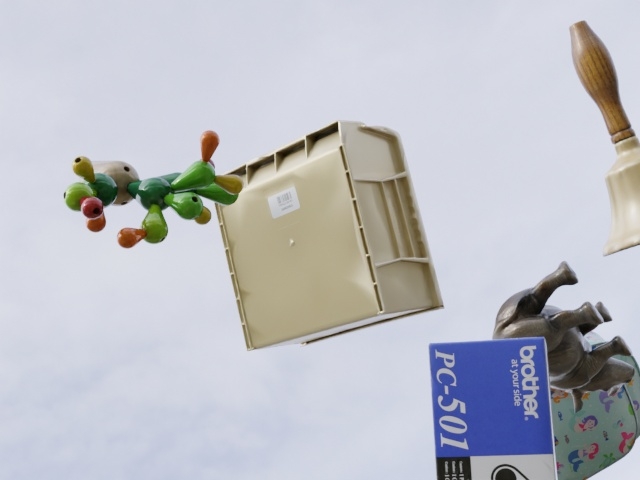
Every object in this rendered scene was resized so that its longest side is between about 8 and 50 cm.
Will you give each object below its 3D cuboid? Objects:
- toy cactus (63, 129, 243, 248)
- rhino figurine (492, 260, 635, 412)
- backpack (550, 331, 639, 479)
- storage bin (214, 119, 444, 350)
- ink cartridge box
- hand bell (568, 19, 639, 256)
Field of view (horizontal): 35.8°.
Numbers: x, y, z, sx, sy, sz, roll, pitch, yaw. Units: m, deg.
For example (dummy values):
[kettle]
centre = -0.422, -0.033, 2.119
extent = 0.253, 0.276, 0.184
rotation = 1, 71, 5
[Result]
[toy cactus]
centre = -0.193, -0.061, 1.042
extent = 0.219, 0.180, 0.112
rotation = -20, -63, -44
[rhino figurine]
centre = 0.260, 0.114, 1.029
extent = 0.106, 0.073, 0.243
rotation = -32, -42, 17
[backpack]
centre = 0.419, 0.273, 1.644
extent = 0.253, 0.191, 0.225
rotation = -24, -78, -15
[storage bin]
centre = 0.000, 0.000, 1.346
extent = 0.262, 0.260, 0.123
rotation = -20, -10, 42
[ink cartridge box]
centre = 0.144, 0.186, 0.814
extent = 0.097, 0.207, 0.046
rotation = -5, -9, 14
[hand bell]
centre = 0.314, -0.117, 1.034
extent = 0.126, 0.242, 0.126
rotation = -18, -7, -2
